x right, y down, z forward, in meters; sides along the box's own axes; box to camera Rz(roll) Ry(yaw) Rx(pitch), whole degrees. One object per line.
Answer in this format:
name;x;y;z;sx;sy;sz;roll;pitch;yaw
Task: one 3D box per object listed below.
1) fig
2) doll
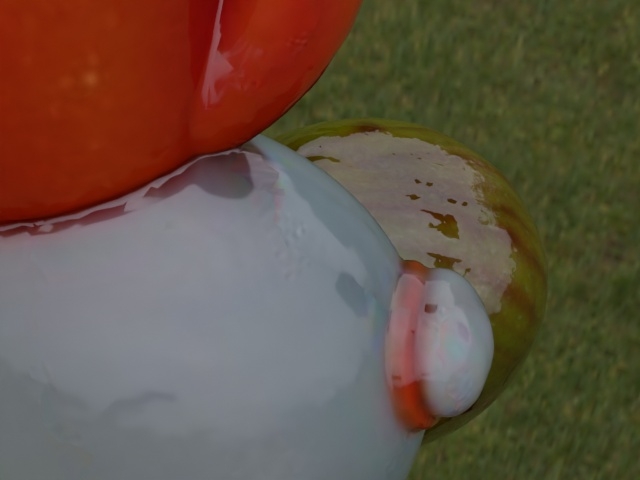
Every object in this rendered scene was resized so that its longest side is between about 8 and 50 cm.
fig;0.009;0.012;0.822;0.186;0.148;0.142;6;49;-49
doll;-0.056;-0.020;0.480;0.199;0.336;0.105;-13;27;13
